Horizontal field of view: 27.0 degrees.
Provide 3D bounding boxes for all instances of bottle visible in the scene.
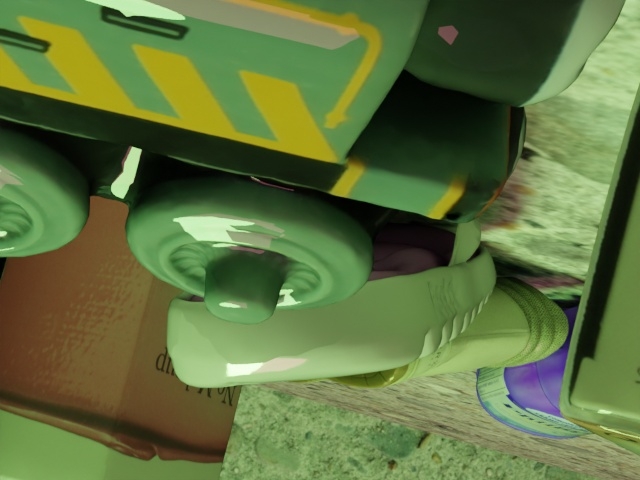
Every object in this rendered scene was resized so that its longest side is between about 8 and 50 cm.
[{"bbox_3d":[0.202,0.105,1.060,0.118,0.092,0.283,16,169,-2],"label":"bottle"}]

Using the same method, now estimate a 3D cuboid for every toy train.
[{"bbox_3d":[-0.085,-0.081,0.358,0.334,0.142,0.190,14,155,-11],"label":"toy train"}]

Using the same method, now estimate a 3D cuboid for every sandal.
[{"bbox_3d":[0.016,-0.001,0.744,0.169,0.102,0.416,-5,-175,3],"label":"sandal"}]

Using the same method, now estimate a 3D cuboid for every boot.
[{"bbox_3d":[0.057,0.060,0.980,0.165,0.077,0.213,-5,-174,-32],"label":"boot"}]

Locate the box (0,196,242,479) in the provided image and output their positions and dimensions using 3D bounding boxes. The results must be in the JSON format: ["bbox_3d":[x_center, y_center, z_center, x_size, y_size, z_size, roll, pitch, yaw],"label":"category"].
[{"bbox_3d":[-0.133,0.064,0.913,0.127,0.232,0.148,7,167,27],"label":"box"}]

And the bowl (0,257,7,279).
[{"bbox_3d":[-0.277,0.094,0.915,0.077,0.391,0.391,-15,158,20],"label":"bowl"}]

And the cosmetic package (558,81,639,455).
[{"bbox_3d":[0.229,0.046,0.578,0.129,0.153,0.296,9,167,35],"label":"cosmetic package"}]
